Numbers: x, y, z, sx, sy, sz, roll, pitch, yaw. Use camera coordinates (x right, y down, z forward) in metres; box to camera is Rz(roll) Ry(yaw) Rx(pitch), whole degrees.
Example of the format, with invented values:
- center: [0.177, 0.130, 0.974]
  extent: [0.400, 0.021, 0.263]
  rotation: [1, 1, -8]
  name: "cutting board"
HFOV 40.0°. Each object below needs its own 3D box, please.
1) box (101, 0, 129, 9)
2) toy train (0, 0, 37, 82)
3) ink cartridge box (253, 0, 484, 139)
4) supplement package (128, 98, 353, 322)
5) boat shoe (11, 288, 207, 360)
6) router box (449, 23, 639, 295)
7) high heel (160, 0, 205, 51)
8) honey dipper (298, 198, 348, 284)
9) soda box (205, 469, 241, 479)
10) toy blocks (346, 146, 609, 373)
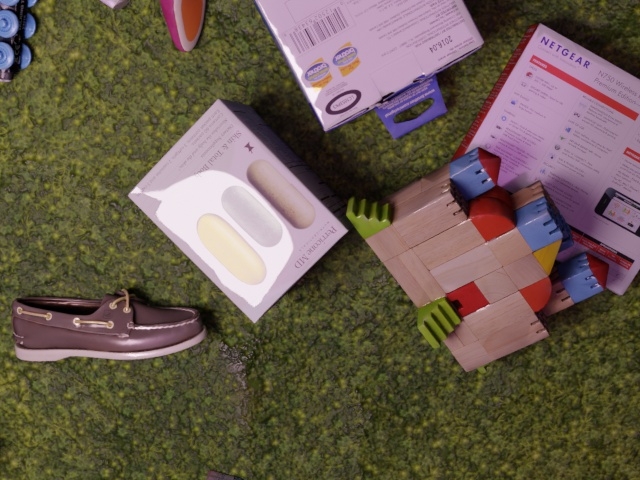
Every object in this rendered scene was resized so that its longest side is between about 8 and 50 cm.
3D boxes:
- center: [-0.429, -0.470, 1.347]
  extent: [0.324, 0.067, 0.063]
  rotation: [33, 100, -5]
  name: "box"
- center: [-0.506, -0.343, 1.372]
  extent: [0.105, 0.080, 0.184]
  rotation: [14, 104, 9]
  name: "toy train"
- center: [0.060, -0.342, 1.310]
  extent: [0.270, 0.151, 0.395]
  rotation: [-28, 97, 8]
  name: "ink cartridge box"
- center: [-0.106, -0.050, 1.335]
  extent: [0.262, 0.198, 0.199]
  rotation: [45, 100, 1]
  name: "supplement package"
- center: [-0.349, 0.133, 1.441]
  extent: [0.324, 0.116, 0.096]
  rotation: [-3, 104, 9]
  name: "boat shoe"
- center: [0.400, -0.124, 1.375]
  extent: [0.335, 0.082, 0.301]
  rotation: [29, 101, -4]
  name: "router box"
- center: [-0.250, -0.415, 1.358]
  extent: [0.117, 0.082, 0.244]
  rotation: [7, 117, 29]
  name: "high heel"
- center: [0.000, 0.000, 1.442]
  extent: [0.030, 0.030, 0.160]
  rotation: [33, 99, -4]
  name: "honey dipper"
- center: [-0.191, 0.499, 1.533]
  extent: [0.063, 0.058, 0.183]
  rotation: [15, 102, -1]
  name: "soda box"
- center: [0.254, 0.019, 1.303]
  extent: [0.261, 0.190, 0.381]
  rotation: [-29, 113, 22]
  name: "toy blocks"
